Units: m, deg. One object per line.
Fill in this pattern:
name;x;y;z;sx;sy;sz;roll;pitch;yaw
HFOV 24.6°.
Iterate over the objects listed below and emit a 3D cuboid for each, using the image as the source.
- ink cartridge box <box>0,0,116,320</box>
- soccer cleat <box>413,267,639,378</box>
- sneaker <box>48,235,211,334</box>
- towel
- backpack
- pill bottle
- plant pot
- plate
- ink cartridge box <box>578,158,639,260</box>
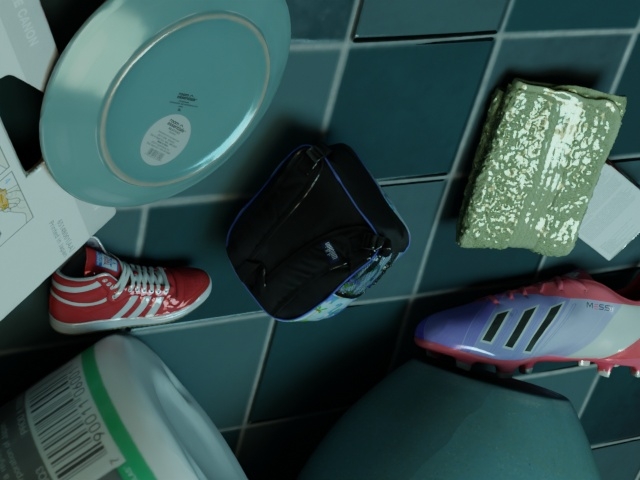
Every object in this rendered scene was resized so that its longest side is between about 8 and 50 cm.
ink cartridge box;-0.256;-0.022;0.851;0.261;0.066;0.296;-48;155;-22
soccer cleat;0.187;0.065;1.248;0.248;0.083;0.095;5;96;-28
sneaker;-0.132;0.026;1.026;0.118;0.042;0.067;-13;138;-18
towel;0.166;-0.053;1.124;0.110;0.027;0.148;5;121;-19
backpack;0.000;0.000;1.039;0.114;0.105;0.084;-44;159;26
pill bottle;-0.232;0.243;1.050;0.361;0.204;0.204;-34;138;2
plant pot;0.116;0.207;1.211;0.290;0.290;0.195;14;91;-40
plate;-0.089;-0.092;0.924;0.188;0.024;0.188;-30;144;-24
ink cartridge box;0.218;-0.037;1.189;0.115;0.029;0.063;34;108;-34
